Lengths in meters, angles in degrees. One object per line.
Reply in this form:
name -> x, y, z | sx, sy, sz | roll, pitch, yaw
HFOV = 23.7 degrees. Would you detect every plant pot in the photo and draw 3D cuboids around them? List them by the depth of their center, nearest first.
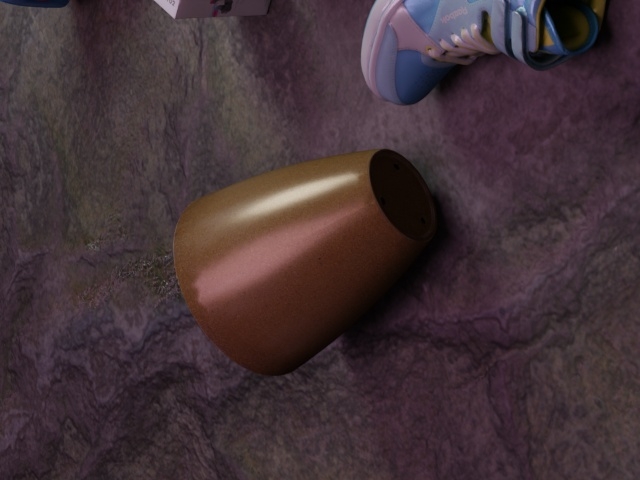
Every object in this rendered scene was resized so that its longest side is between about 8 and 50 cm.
plant pot -> 0.000, 0.000, 1.765 | 0.254, 0.237, 0.237 | -31, 73, 34

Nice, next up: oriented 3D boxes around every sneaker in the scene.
sneaker -> 0.170, -0.214, 1.574 | 0.208, 0.127, 0.319 | 57, 136, 28

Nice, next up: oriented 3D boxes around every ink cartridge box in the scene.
ink cartridge box -> -0.159, -0.327, 1.901 | 0.104, 0.181, 0.061 | 44, 128, 37

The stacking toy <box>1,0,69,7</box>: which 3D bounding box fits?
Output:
stacking toy -> -0.328, -0.437, 2.136 | 0.302, 0.166, 0.175 | -6, 88, 36
